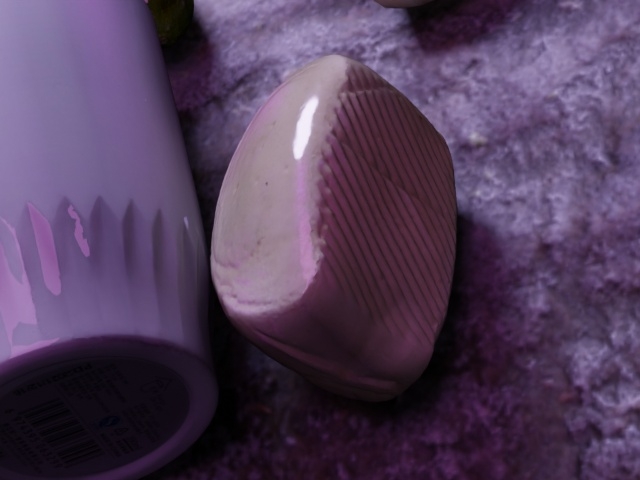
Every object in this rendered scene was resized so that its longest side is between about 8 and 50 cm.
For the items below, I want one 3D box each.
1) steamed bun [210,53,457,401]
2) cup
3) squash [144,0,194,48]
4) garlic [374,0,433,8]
[{"bbox_3d":[0.000,0.000,1.348,0.153,0.170,0.238,-21,46,40],"label":"steamed bun"},{"bbox_3d":[-0.210,-0.014,1.395,0.253,0.253,0.371,-24,55,8],"label":"cup"},{"bbox_3d":[-0.203,-0.272,1.664,0.087,0.087,0.331,-39,51,-4],"label":"squash"},{"bbox_3d":[0.098,-0.264,1.518,0.174,0.099,0.124,-30,66,2],"label":"garlic"}]
